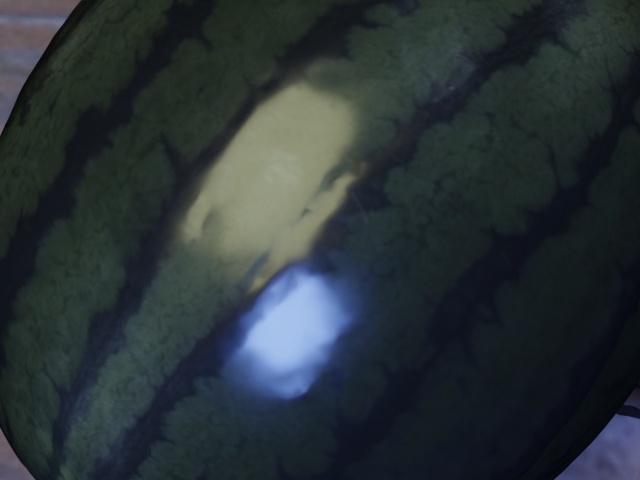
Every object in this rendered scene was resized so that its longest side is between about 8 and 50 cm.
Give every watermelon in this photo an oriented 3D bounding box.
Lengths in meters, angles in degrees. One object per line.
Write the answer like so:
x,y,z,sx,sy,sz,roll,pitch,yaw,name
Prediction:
0.000,0.000,0.704,0.279,0.279,0.359,44,103,30,watermelon
